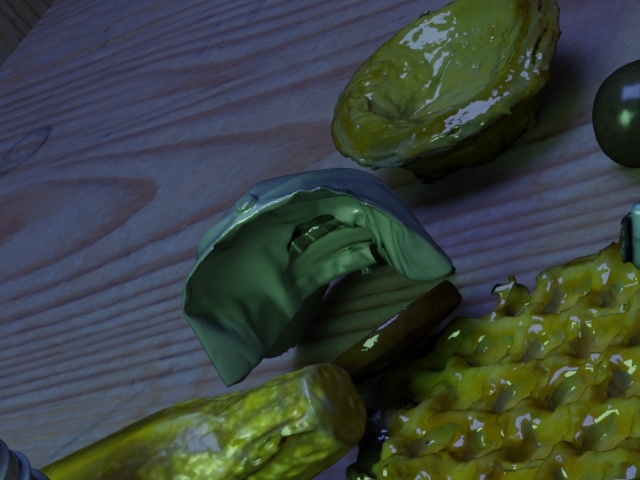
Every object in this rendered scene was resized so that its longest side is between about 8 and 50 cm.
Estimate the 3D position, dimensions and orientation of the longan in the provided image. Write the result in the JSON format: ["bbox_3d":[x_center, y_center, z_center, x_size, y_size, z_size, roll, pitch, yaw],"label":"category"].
[{"bbox_3d":[0.317,-0.121,1.360,0.106,0.106,0.119,-59,-6,-33],"label":"longan"}]

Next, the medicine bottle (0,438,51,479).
[{"bbox_3d":[-0.205,0.293,1.105,0.124,0.324,0.179,-43,28,-7],"label":"medicine bottle"}]

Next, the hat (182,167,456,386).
[{"bbox_3d":[0.002,0.006,1.398,0.258,0.168,0.301,-27,-1,15],"label":"hat"}]

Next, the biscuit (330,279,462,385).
[{"bbox_3d":[0.062,0.096,1.275,0.180,0.039,0.236,-34,-7,-11],"label":"biscuit"}]

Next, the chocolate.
[{"bbox_3d":[-0.149,0.232,1.245,0.445,0.162,0.162,-31,27,33],"label":"chocolate"}]

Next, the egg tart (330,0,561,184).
[{"bbox_3d":[0.160,-0.171,1.590,0.315,0.120,0.315,-28,31,19],"label":"egg tart"}]

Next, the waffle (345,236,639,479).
[{"bbox_3d":[0.197,0.139,1.111,0.380,0.095,0.382,-33,25,9],"label":"waffle"}]

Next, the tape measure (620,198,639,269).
[{"bbox_3d":[0.407,-0.007,1.022,0.330,0.084,0.164,6,28,32],"label":"tape measure"}]
